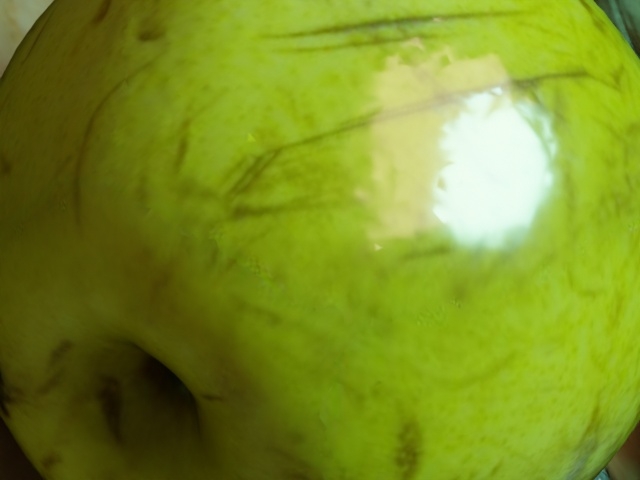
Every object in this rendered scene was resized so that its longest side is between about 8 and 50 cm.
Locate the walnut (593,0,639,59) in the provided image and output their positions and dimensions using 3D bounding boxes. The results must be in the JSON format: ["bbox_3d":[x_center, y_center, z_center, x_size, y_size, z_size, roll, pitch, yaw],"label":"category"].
[{"bbox_3d":[0.248,-0.217,1.278,0.178,0.178,0.230,51,27,-4],"label":"walnut"}]

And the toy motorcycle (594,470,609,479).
[{"bbox_3d":[0.228,0.128,0.925,0.143,0.188,0.327,59,15,-10],"label":"toy motorcycle"}]

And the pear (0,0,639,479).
[{"bbox_3d":[0.000,0.000,0.639,0.280,0.280,0.281,34,36,-29],"label":"pear"}]
